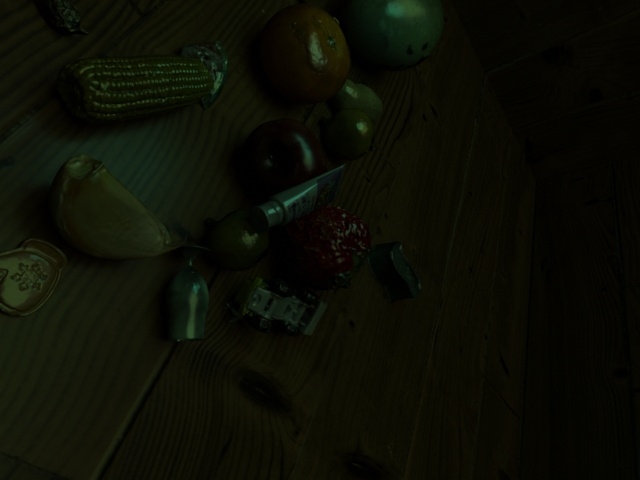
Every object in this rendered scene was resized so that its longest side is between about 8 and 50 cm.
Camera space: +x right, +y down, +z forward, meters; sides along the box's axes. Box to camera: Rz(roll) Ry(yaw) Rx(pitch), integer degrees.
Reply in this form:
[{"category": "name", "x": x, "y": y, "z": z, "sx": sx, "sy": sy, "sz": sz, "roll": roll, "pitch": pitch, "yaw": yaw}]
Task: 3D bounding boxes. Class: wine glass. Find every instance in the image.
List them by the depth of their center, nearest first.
[{"category": "wine glass", "x": -0.287, "y": 0.116, "z": 0.974, "sx": 0.093, "sy": 0.093, "sz": 0.202, "roll": 17, "pitch": 67, "yaw": -47}]

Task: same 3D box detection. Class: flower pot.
[{"category": "flower pot", "x": 0.268, "y": 0.116, "z": 1.618, "sx": 0.229, "sy": 0.108, "sz": 0.103, "roll": 57, "pitch": 44, "yaw": -21}]

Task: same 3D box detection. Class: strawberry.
[{"category": "strawberry", "x": 0.000, "y": 0.000, "z": 1.239, "sx": 0.277, "sy": 0.257, "sz": 0.257, "roll": 41, "pitch": 39, "yaw": 14}]

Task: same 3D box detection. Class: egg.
[{"category": "egg", "x": 0.264, "y": -0.823, "z": 1.689, "sx": 0.428, "sy": 0.345, "sz": 0.344, "roll": -1, "pitch": 80, "yaw": -36}]

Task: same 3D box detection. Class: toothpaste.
[{"category": "toothpaste", "x": -0.041, "y": -0.100, "z": 1.096, "sx": 0.299, "sy": 0.073, "sz": 0.113, "roll": -29, "pitch": 144, "yaw": -41}]

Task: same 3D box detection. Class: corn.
[{"category": "corn", "x": -0.374, "y": -0.333, "z": 0.969, "sx": 0.344, "sy": 0.131, "sz": 0.131, "roll": -35, "pitch": 107, "yaw": -49}]

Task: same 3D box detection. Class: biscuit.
[{"category": "biscuit", "x": -0.513, "y": 0.058, "z": 0.777, "sx": 0.118, "sy": 0.023, "sz": 0.139, "roll": 33, "pitch": 57, "yaw": -41}]

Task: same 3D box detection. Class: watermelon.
[{"category": "watermelon", "x": -0.292, "y": -0.440, "z": 1.142, "sx": 0.139, "sy": 0.071, "sz": 0.186, "roll": 22, "pitch": 64, "yaw": -40}]

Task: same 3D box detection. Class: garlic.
[{"category": "garlic", "x": -0.389, "y": -0.045, "z": 0.844, "sx": 0.245, "sy": 0.164, "sz": 0.145, "roll": 47, "pitch": 31, "yaw": -39}]

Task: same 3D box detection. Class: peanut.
[{"category": "peanut", "x": 0.117, "y": -0.498, "z": 1.601, "sx": 0.253, "sy": 0.122, "sz": 0.137, "roll": 6, "pitch": 66, "yaw": -44}]

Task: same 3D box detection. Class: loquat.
[{"category": "loquat", "x": 0.090, "y": -0.358, "z": 1.505, "sx": 0.205, "sy": 0.172, "sz": 0.149, "roll": 27, "pitch": 31, "yaw": 9}]

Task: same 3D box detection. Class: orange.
[{"category": "orange", "x": -0.046, "y": -0.543, "z": 1.333, "sx": 0.284, "sy": 0.226, "sz": 0.283, "roll": 13, "pitch": 72, "yaw": -42}]

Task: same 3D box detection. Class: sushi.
[{"category": "sushi", "x": -0.515, "y": -0.459, "z": 0.892, "sx": 0.052, "sy": 0.055, "sz": 0.120, "roll": -48, "pitch": 118, "yaw": -52}]

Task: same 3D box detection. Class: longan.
[{"category": "longan", "x": -0.204, "y": -0.008, "z": 1.078, "sx": 0.176, "sy": 0.145, "sz": 0.155, "roll": 38, "pitch": 18, "yaw": 13}]

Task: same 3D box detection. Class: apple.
[{"category": "apple", "x": -0.094, "y": -0.214, "z": 1.201, "sx": 0.234, "sy": 0.234, "sz": 0.233, "roll": 17, "pitch": 68, "yaw": -47}]

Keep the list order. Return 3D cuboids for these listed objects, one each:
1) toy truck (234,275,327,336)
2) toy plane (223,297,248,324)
[{"category": "toy truck", "x": -0.098, "y": 0.167, "z": 1.165, "sx": 0.286, "sy": 0.111, "sz": 0.136, "roll": 30, "pitch": 89, "yaw": -53}, {"category": "toy plane", "x": -0.206, "y": 0.179, "z": 1.105, "sx": 0.084, "sy": 0.024, "sz": 0.077, "roll": 60, "pitch": 27, "yaw": -30}]
